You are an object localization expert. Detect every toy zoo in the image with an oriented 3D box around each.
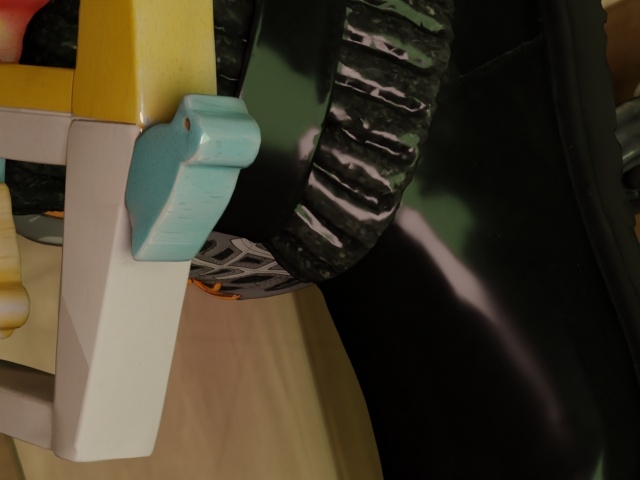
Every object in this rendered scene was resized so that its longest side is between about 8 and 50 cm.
[{"bbox_3d":[-0.116,-0.043,0.563,0.030,0.293,0.192,1,95,-42],"label":"toy zoo"}]

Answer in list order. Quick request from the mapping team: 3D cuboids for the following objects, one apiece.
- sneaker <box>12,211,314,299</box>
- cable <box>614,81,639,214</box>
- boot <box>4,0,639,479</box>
[{"bbox_3d":[-0.046,-0.011,0.777,0.215,0.084,0.083,0,131,-30],"label":"sneaker"},{"bbox_3d":[0.145,-0.051,0.881,0.287,0.139,0.072,-8,73,-60],"label":"cable"},{"bbox_3d":[-0.003,0.000,0.652,0.260,0.131,0.348,8,65,-41],"label":"boot"}]
